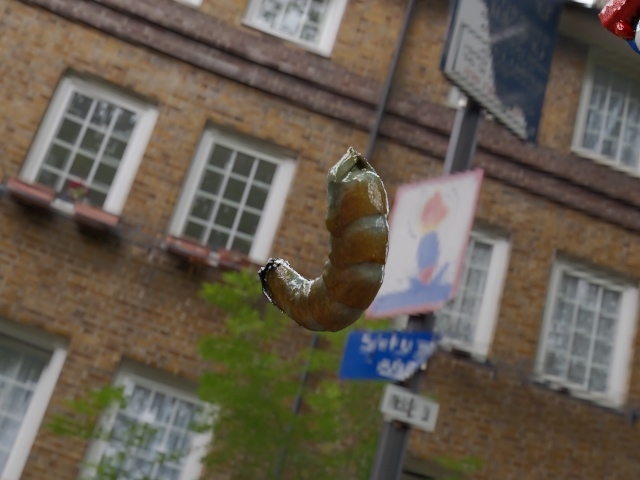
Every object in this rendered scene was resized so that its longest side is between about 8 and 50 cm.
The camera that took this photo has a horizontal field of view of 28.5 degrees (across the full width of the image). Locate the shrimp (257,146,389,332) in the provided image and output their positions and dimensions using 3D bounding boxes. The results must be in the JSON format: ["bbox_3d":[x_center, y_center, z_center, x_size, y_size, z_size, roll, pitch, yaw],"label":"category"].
[{"bbox_3d":[0.000,0.000,1.119,0.049,0.161,0.166,-2,2,-36],"label":"shrimp"}]

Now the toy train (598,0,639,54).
[{"bbox_3d":[0.374,-0.182,1.184,0.204,0.131,0.083,16,-46,-26],"label":"toy train"}]
